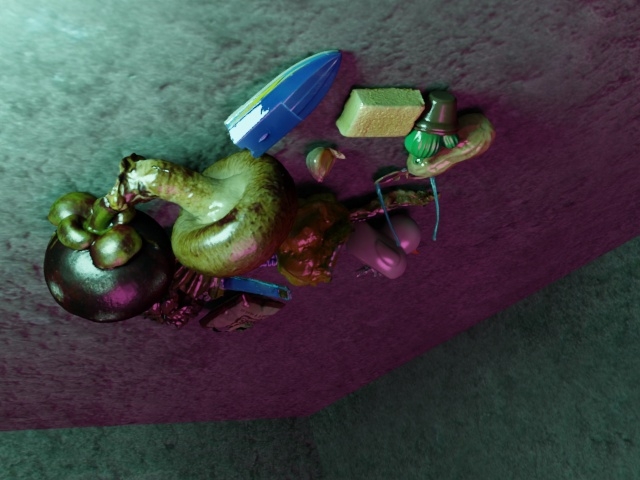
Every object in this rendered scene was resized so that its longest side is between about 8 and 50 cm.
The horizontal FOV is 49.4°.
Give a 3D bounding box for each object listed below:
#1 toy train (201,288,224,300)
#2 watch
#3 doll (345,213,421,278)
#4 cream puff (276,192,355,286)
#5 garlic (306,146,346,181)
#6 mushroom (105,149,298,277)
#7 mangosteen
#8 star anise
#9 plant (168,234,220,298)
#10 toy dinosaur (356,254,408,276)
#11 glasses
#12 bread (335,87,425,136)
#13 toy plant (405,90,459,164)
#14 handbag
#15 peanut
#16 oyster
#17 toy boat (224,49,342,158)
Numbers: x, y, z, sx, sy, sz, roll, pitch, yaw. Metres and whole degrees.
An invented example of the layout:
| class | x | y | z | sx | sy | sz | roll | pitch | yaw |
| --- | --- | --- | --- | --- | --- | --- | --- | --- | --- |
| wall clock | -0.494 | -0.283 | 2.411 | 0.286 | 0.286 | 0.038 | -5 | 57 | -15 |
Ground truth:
| class | x | y | z | sx | sy | sz | roll | pitch | yaw |
| --- | --- | --- | --- | --- | --- | --- | --- | --- | --- |
| toy train | -0.342 | 0.128 | 2.208 | 0.081 | 0.060 | 0.202 | -16 | 155 | -22 |
| watch | -0.158 | 0.080 | 2.102 | 0.274 | 0.068 | 0.276 | 6 | -156 | 22 |
| doll | 0.211 | -0.001 | 2.215 | 0.251 | 0.221 | 0.221 | 30 | 132 | -22 |
| cream puff | 0.001 | -0.001 | 1.940 | 0.185 | 0.282 | 0.282 | 8 | 170 | 34 |
| garlic | 0.002 | -0.199 | 1.785 | 0.094 | 0.074 | 0.113 | -61 | 152 | 3 |
| mushroom | -0.236 | -0.104 | 1.596 | 0.334 | 0.356 | 0.331 | -21 | -162 | 28 |
| mangosteen | -0.506 | 0.029 | 1.654 | 0.307 | 0.307 | 0.347 | -14 | 136 | -11 |
| star anise | -0.477 | 0.210 | 2.175 | 0.236 | 0.109 | 0.223 | 20 | 140 | -37 |
| plant | -0.309 | 0.024 | 1.873 | 0.251 | 0.180 | 0.333 | 16 | 139 | -40 |
| toy dinosaur | 0.228 | 0.092 | 2.536 | 0.209 | 0.039 | 0.082 | -19 | 152 | -1 |
| glasses | 0.252 | -0.102 | 2.026 | 0.189 | 0.221 | 0.088 | -10 | -168 | -20 |
| bread | 0.145 | -0.308 | 1.675 | 0.188 | 0.068 | 0.125 | -5 | 151 | -25 |
| toy plant | 0.288 | -0.277 | 1.758 | 0.143 | 0.105 | 0.200 | 0 | 130 | -14 |
| handbag | -0.270 | 0.250 | 2.412 | 0.235 | 0.127 | 0.213 | -33 | 153 | 30 |
| peanut | 0.344 | -0.251 | 1.865 | 0.256 | 0.123 | 0.123 | -28 | 153 | 19 |
| oyster | 0.208 | -0.110 | 2.109 | 0.345 | 0.079 | 0.128 | -16 | 175 | -11 |
| toy boat | -0.068 | -0.313 | 1.520 | 0.295 | 0.088 | 0.129 | -39 | 149 | 14 |
